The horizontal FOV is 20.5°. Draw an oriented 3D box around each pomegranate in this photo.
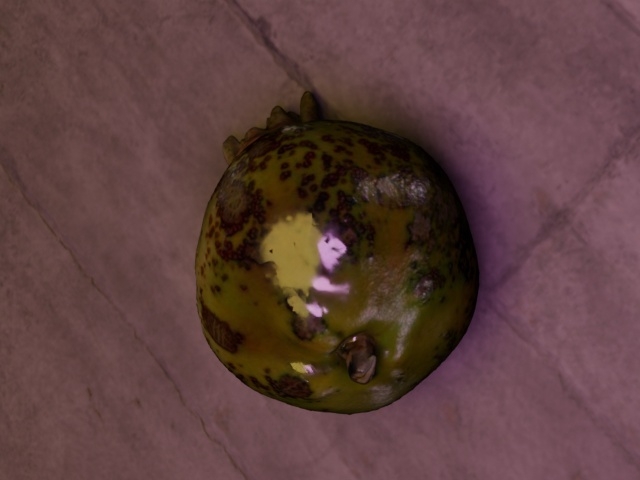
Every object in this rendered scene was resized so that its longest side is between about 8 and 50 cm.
[{"bbox_3d":[-0.015,0.000,1.322,0.276,0.204,0.222,41,128,26],"label":"pomegranate"}]
